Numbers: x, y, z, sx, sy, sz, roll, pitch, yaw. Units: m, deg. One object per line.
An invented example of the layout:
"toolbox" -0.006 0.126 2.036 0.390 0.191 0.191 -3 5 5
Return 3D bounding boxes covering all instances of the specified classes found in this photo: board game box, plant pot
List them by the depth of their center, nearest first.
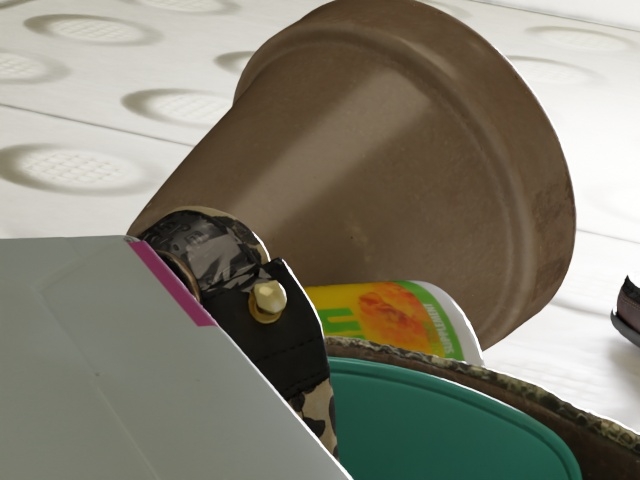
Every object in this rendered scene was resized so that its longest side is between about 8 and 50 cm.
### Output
"board game box" -0.070 0.177 0.512 0.097 0.303 0.224 -1 20 -22
"plant pot" 0.000 0.000 1.244 0.263 0.263 0.229 20 40 34

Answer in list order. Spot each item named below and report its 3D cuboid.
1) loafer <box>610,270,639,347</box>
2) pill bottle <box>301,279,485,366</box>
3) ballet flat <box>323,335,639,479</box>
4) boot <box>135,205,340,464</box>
"loafer" 0.340 0.065 1.351 0.109 0.095 0.302 -9 24 -41
"pill bottle" -0.043 0.095 1.043 0.245 0.136 0.136 -3 21 -28
"ballet flat" 0.134 0.158 0.950 0.483 0.164 0.182 12 -4 -2
"boot" -0.142 0.049 0.701 0.284 0.377 0.138 -26 17 -40
